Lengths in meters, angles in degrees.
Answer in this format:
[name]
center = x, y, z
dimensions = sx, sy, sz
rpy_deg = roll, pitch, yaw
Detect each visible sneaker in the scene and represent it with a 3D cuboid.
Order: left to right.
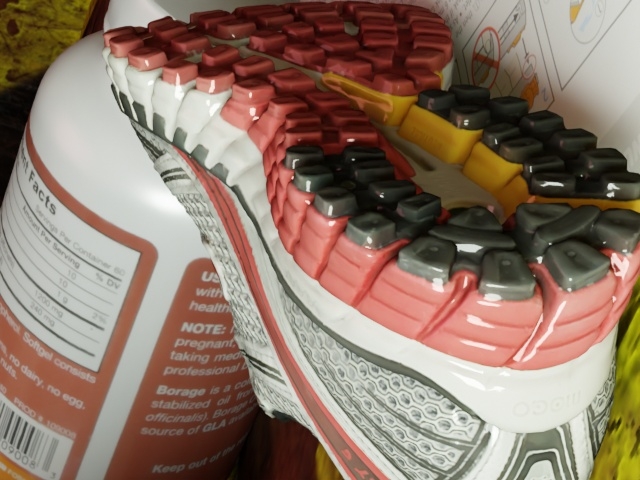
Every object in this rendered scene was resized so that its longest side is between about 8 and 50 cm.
[sneaker]
center = 0.000, 0.000, 0.437
dimensions = 0.225, 0.088, 0.093
rpy_deg = -124, 32, -61

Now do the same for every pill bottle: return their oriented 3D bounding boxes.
[pill bottle]
center = -0.060, -0.002, 0.680
dimensions = 0.121, 0.121, 0.216
rpy_deg = -92, 22, -55

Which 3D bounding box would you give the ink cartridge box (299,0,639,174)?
[ink cartridge box]
center = 0.051, -0.075, 0.496
dimensions = 0.181, 0.056, 0.225
rpy_deg = 123, 141, -53
